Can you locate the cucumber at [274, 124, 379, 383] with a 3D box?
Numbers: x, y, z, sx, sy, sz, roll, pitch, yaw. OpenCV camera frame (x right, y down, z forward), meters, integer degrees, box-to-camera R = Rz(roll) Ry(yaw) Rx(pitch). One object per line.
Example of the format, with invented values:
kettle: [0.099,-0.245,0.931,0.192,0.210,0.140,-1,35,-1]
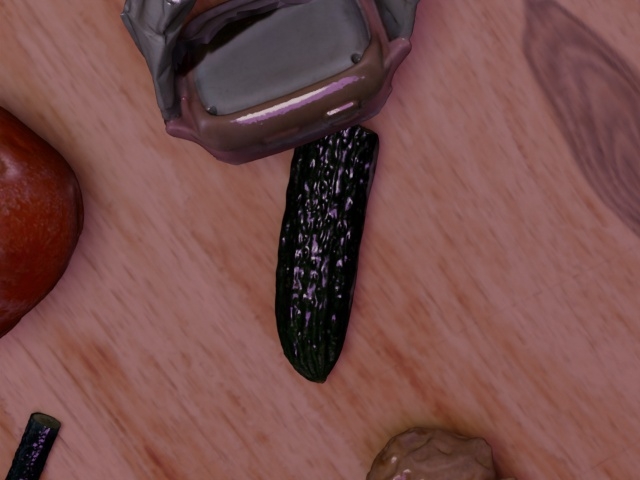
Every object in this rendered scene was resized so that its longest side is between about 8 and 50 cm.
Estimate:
cucumber: [-0.001,0.000,1.346,0.077,0.077,0.265,10,103,-2]

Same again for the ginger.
ginger: [0.145,0.336,1.389,0.190,0.126,0.354,-33,98,2]

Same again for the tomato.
tomato: [-0.318,-0.017,1.287,0.232,0.188,0.232,4,103,16]

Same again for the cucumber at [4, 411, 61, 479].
cucumber: [-0.282,0.227,1.416,0.032,0.032,0.133,23,101,-5]

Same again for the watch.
watch: [-0.040,-0.206,1.202,0.253,0.162,0.241,-21,142,4]
